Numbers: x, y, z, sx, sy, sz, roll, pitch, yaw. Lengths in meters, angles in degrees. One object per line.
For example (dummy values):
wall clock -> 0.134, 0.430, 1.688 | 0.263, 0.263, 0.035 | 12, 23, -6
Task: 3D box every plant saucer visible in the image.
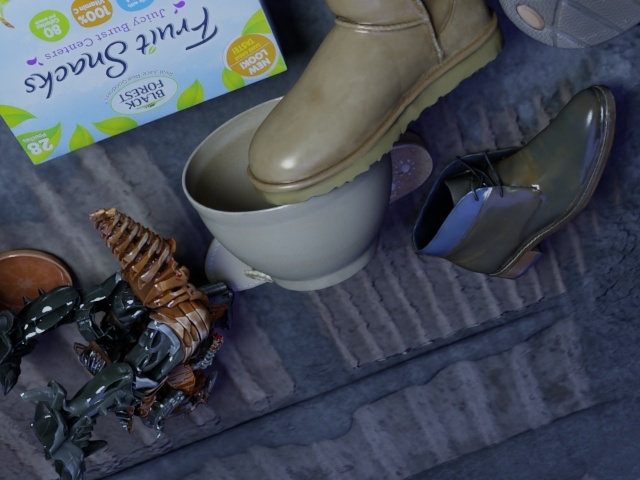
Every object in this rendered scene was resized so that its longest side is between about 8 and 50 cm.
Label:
plant saucer -> -0.264, 0.039, 0.976 | 0.084, 0.013, 0.083 | -6, 134, -7

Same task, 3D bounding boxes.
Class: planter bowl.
planter bowl -> -0.013, -0.030, 0.859 | 0.162, 0.162, 0.109 | -19, 124, 5

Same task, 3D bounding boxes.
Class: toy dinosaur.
toy dinosaur -> -0.172, 0.076, 0.948 | 0.218, 0.164, 0.321 | -30, 130, -21

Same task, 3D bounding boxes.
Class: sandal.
sandal -> -0.004, -0.003, 0.953 | 0.240, 0.079, 0.088 | -33, 131, 17

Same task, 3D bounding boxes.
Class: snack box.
snack box -> -0.149, -0.167, 0.774 | 0.207, 0.070, 0.174 | -19, 133, 5

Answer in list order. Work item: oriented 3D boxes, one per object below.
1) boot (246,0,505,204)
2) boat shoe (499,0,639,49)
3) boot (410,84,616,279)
boot -> -0.005, -0.190, 0.728 | 0.236, 0.089, 0.269 | -42, 128, -16
boat shoe -> 0.264, -0.277, 0.732 | 0.355, 0.130, 0.132 | -31, 128, 23
boot -> 0.165, -0.049, 0.951 | 0.106, 0.082, 0.219 | 7, 132, -22
